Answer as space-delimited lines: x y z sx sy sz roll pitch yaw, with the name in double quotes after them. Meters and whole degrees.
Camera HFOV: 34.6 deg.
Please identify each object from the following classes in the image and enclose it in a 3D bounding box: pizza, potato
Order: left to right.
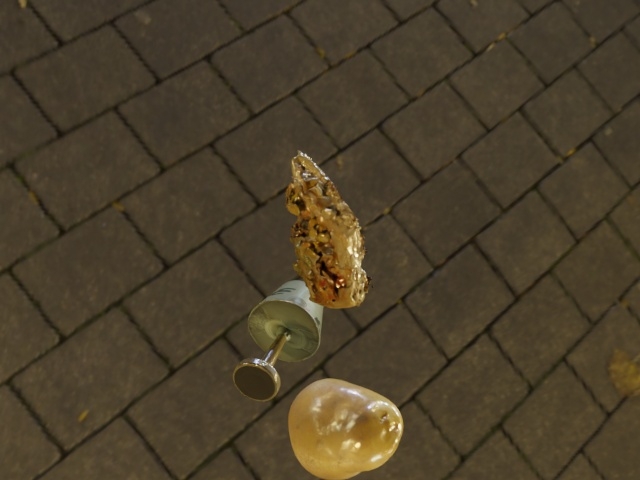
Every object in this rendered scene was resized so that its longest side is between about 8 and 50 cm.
0.000 0.000 1.426 0.069 0.147 0.226 -21 118 -27 "pizza"
0.017 0.128 0.698 0.062 0.083 0.068 -5 87 -34 "potato"

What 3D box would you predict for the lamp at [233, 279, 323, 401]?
-0.063 0.151 1.597 0.121 0.121 0.215 39 37 -4 "lamp"
